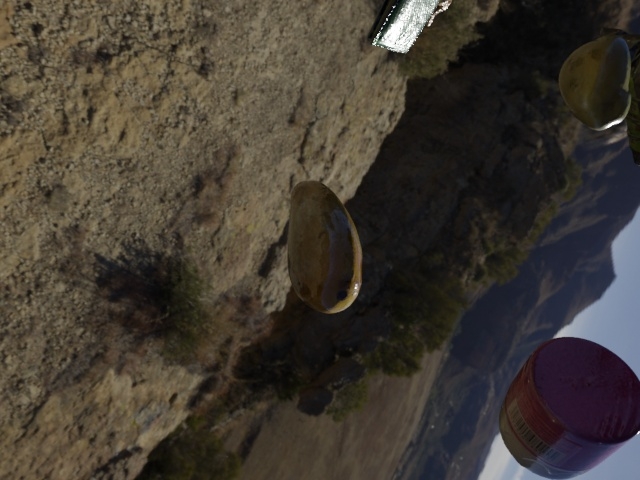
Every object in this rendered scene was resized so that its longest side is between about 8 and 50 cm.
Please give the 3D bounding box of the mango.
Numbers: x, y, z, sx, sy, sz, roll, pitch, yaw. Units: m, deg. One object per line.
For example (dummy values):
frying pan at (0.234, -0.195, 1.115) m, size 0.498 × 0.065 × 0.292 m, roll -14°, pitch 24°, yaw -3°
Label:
mango at (0.000, 0.000, 1.012) m, size 0.146 × 0.317 × 0.193 m, roll 2°, pitch 147°, yaw -24°

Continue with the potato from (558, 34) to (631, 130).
potato at (0.615, -0.344, 1.061) m, size 0.157 × 0.157 × 0.194 m, roll -22°, pitch 95°, yaw -59°

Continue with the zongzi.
zongzi at (0.872, -0.362, 1.157) m, size 0.319 × 0.383 × 0.362 m, roll -43°, pitch -164°, yaw 25°

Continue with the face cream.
face cream at (0.401, 0.280, 0.790) m, size 0.175 × 0.175 × 0.195 m, roll -50°, pitch 155°, yaw -34°

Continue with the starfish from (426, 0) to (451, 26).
starfish at (0.337, -0.666, 1.324) m, size 0.150 × 0.053 × 0.210 m, roll -53°, pitch -174°, yaw 33°

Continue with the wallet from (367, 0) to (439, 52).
wallet at (0.211, -0.546, 1.085) m, size 0.160 × 0.055 × 0.236 m, roll -9°, pitch 142°, yaw -45°
